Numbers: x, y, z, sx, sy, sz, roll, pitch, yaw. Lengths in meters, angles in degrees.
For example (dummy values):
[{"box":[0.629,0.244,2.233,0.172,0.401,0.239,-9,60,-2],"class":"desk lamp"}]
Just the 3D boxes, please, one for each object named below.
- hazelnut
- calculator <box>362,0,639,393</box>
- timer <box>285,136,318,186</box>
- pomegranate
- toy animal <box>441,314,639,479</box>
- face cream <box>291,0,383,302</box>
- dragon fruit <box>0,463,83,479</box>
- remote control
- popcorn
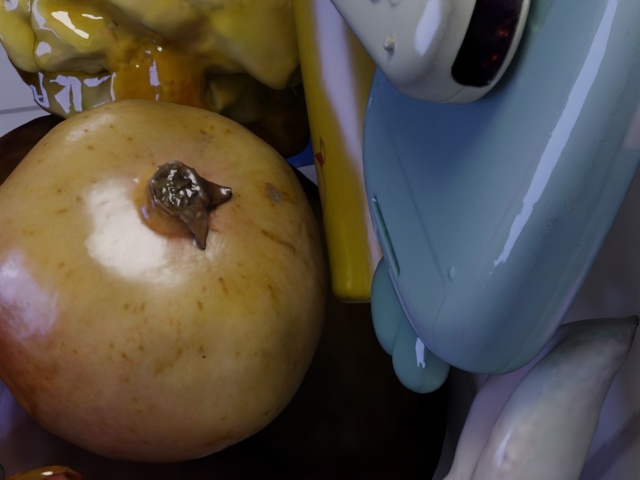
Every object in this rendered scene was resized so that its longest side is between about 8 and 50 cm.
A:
[{"box":[-0.129,0.116,0.962,0.353,0.420,0.421,-66,-31,-81],"class":"hazelnut"},{"box":[0.067,-0.059,0.523,0.185,0.041,0.299,-105,27,-46],"class":"calculator"},{"box":[0.000,0.000,1.177,0.178,0.078,0.253,-109,13,-47],"class":"timer"},{"box":[-0.083,0.019,0.701,0.191,0.191,0.191,172,90,-82],"class":"pomegranate"},{"box":[0.053,0.203,0.621,0.368,0.241,0.196,113,143,-48],"class":"toy animal"},{"box":[0.033,-0.148,0.685,0.105,0.105,0.349,177,85,-82],"class":"face cream"},{"box":[-0.153,0.237,0.560,0.290,0.189,0.291,175,90,-66],"class":"dragon fruit"},{"box":[0.023,-0.126,0.541,0.221,0.042,0.078,-116,39,-54],"class":"remote control"},{"box":[-0.058,-0.196,0.845,0.265,0.225,0.332,34,-122,-45],"class":"popcorn"}]
